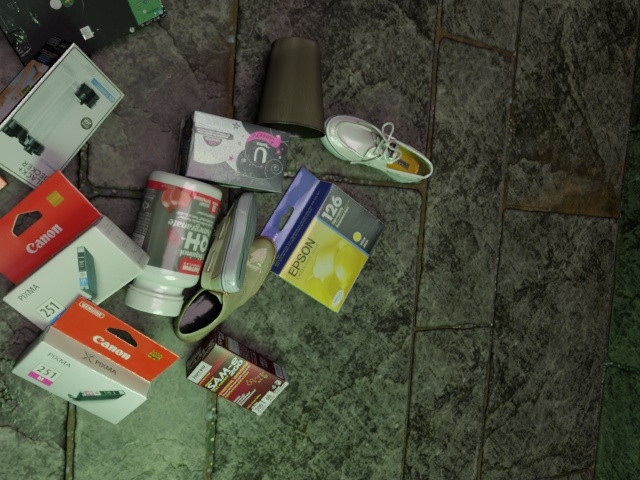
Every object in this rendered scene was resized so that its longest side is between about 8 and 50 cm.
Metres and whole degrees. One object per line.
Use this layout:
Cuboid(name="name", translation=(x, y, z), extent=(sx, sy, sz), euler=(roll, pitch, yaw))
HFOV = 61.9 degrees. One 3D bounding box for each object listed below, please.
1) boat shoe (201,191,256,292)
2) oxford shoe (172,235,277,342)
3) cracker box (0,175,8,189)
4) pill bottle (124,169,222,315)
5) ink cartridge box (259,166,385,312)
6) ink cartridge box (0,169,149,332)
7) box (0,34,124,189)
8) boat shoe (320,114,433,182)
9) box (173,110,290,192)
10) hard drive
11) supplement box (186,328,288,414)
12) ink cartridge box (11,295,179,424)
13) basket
Cuboid(name="boat shoe", translation=(-0.224, -0.006, 1.325), extent=(0.094, 0.302, 0.109), euler=(2, 139, 7))
Cuboid(name="oxford shoe", translation=(-0.230, 0.123, 1.352), extent=(0.123, 0.130, 0.348), euler=(40, 75, -4))
Cuboid(name="cracker box", translation=(-0.795, -0.105, 1.087), extent=(0.232, 0.067, 0.155), euler=(-43, 111, -19))
Cuboid(name="pill bottle", translation=(-0.357, 0.009, 1.263), extent=(0.176, 0.176, 0.318), euler=(16, 87, -28))
Cuboid(name="ink cartridge box", translation=(0.000, 0.000, 1.511), extent=(0.307, 0.072, 0.303), euler=(35, 79, -28))
Cuboid(name="ink cartridge box", translation=(-0.566, 0.039, 1.136), extent=(0.296, 0.066, 0.261), euler=(-34, 113, 16))
Cuboid(name="box", translation=(-0.579, -0.263, 1.131), extent=(0.290, 0.087, 0.169), euler=(-55, 149, -12))
Cuboid(name="boat shoe", translation=(0.178, -0.258, 1.528), extent=(0.367, 0.156, 0.135), euler=(24, 83, -28))
Cuboid(name="box", translation=(-0.220, -0.215, 1.333), extent=(0.247, 0.142, 0.163), euler=(8, 91, -28))
Cuboid(name="hard drive", translation=(-0.525, -0.531, 1.138), extent=(0.339, 0.064, 0.236), euler=(-36, 137, -19))
Cuboid(name="supplement box", translation=(-0.218, 0.350, 1.404), extent=(0.239, 0.073, 0.130), euler=(35, 101, -25))
Cuboid(name="ink cartridge box", translation=(-0.503, 0.282, 1.211), extent=(0.239, 0.060, 0.275), euler=(-40, 117, 21))
Cuboid(name="basket", translation=(-0.072, -0.397, 1.393), extent=(0.204, 0.154, 0.226), euler=(3, 89, -43))
